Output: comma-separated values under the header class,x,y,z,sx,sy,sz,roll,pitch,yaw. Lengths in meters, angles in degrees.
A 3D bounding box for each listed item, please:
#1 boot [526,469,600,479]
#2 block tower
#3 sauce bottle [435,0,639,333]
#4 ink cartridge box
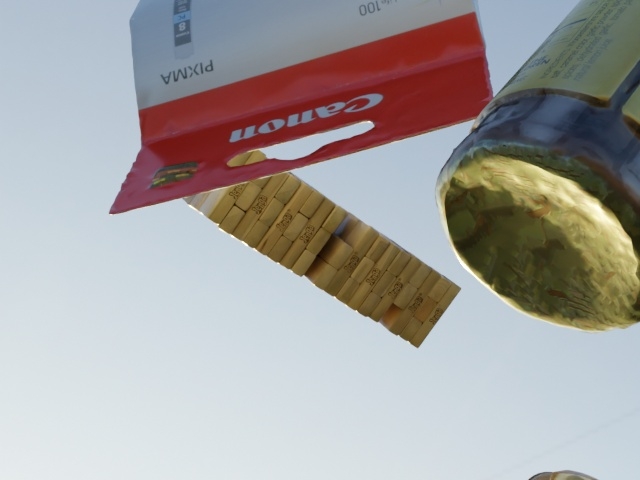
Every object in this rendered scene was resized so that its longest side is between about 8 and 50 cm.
class,x,y,z,sx,sy,sz,roll,pitch,yaw
boot,0.277,0.297,1.182,0.089,0.236,0.269,-39,-37,-5
block tower,0.000,0.000,1.248,0.335,0.091,0.097,34,-88,-31
sauce bottle,0.186,-0.101,0.545,0.111,0.344,0.111,29,-36,23
ink cartridge box,-0.020,-0.181,0.962,0.308,0.385,0.091,-14,-61,12
